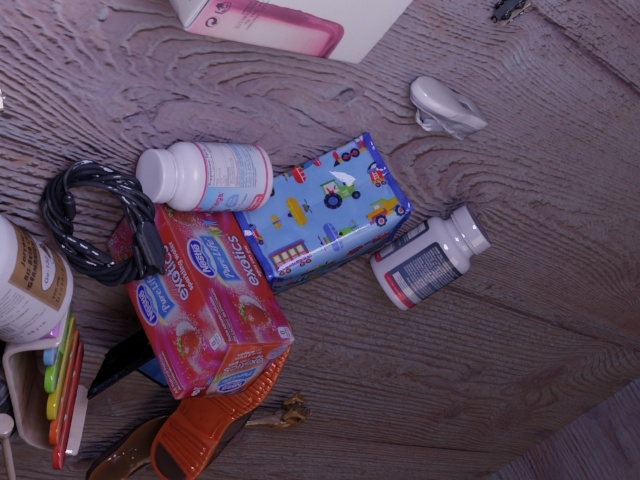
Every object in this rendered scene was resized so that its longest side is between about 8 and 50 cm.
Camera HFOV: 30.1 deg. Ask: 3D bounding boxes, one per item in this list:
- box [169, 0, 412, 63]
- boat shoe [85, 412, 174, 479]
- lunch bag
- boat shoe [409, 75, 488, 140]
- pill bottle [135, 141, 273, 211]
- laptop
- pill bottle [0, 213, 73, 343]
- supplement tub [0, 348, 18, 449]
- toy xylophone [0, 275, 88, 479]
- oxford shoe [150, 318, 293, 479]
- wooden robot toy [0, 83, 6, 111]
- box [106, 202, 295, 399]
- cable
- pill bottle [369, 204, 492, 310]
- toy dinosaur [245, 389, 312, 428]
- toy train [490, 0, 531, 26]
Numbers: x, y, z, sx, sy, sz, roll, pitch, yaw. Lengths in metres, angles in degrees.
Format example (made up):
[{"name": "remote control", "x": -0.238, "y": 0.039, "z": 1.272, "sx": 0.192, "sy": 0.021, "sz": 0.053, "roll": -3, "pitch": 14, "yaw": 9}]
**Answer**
[{"name": "box", "x": -0.037, "y": -0.279, "z": 1.172, "sx": 0.232, "sy": 0.149, "sz": 0.127, "roll": 3, "pitch": 140, "yaw": -44}, {"name": "boat shoe", "x": -0.330, "y": 0.372, "z": 2.124, "sx": 0.207, "sy": 0.073, "sz": 0.073, "roll": -33, "pitch": -170, "yaw": -7}, {"name": "lunch bag", "x": 0.000, "y": 0.000, "z": 1.729, "sx": 0.221, "sy": 0.138, "sz": 0.293, "roll": -25, "pitch": 162, "yaw": -9}, {"name": "boat shoe", "x": 0.164, "y": -0.174, "z": 1.630, "sx": 0.063, "sy": 0.066, "sz": 0.184, "roll": -40, "pitch": 159, "yaw": 22}, {"name": "pill bottle", "x": -0.145, "y": -0.079, "z": 1.486, "sx": 0.160, "sy": 0.087, "sz": 0.087, "roll": -2, "pitch": 143, "yaw": -39}, {"name": "laptop", "x": -0.200, "y": 0.171, "z": 1.804, "sx": 0.234, "sy": 0.136, "sz": 0.264, "roll": -33, "pitch": -166, "yaw": 11}, {"name": "pill bottle", "x": -0.402, "y": 0.030, "z": 1.402, "sx": 0.131, "sy": 0.131, "sz": 0.229, "roll": -30, "pitch": 152, "yaw": 6}, {"name": "supplement tub", "x": -0.481, "y": 0.212, "z": 1.659, "sx": 0.117, "sy": 0.117, "sz": 0.190, "roll": -18, "pitch": 152, "yaw": -17}, {"name": "toy xylophone", "x": -0.379, "y": 0.201, "z": 1.632, "sx": 0.081, "sy": 0.236, "sz": 0.323, "roll": 5, "pitch": 150, "yaw": -3}, {"name": "oxford shoe", "x": -0.156, "y": 0.254, "z": 2.027, "sx": 0.364, "sy": 0.130, "sz": 0.133, "roll": -51, "pitch": 169, "yaw": 20}, {"name": "wooden robot toy", "x": -0.409, "y": -0.132, "z": 1.216, "sx": 0.173, "sy": 0.076, "sz": 0.079, "roll": -22, "pitch": -173, "yaw": -10}, {"name": "box", "x": -0.158, "y": 0.063, "z": 1.535, "sx": 0.122, "sy": 0.257, "sz": 0.128, "roll": 1, "pitch": 142, "yaw": -45}, {"name": "cable", "x": -0.269, "y": -0.024, "z": 1.453, "sx": 0.150, "sy": 0.047, "sz": 0.184, "roll": 2, "pitch": 131, "yaw": 26}, {"name": "pill bottle", "x": 0.181, "y": 0.025, "z": 1.926, "sx": 0.180, "sy": 0.108, "sz": 0.108, "roll": -33, "pitch": 152, "yaw": 13}, {"name": "toy dinosaur", "x": -0.080, "y": 0.345, "z": 2.296, "sx": 0.211, "sy": 0.064, "sz": 0.112, "roll": 6, "pitch": 139, "yaw": -46}, {"name": "toy train", "x": 0.283, "y": -0.325, "z": 1.508, "sx": 0.158, "sy": 0.027, "sz": 0.036, "roll": -36, "pitch": 162, "yaw": 16}]
